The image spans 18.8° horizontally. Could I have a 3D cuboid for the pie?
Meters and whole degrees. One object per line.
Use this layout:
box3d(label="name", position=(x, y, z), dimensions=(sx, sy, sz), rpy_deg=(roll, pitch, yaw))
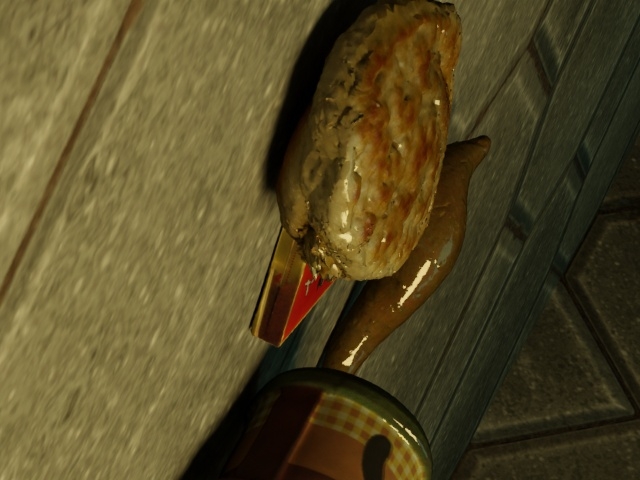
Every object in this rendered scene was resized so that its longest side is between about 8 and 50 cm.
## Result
box3d(label="pie", position=(0.030, -0.062, 1.082), dimensions=(0.193, 0.079, 0.163), rpy_deg=(-26, 135, -70))

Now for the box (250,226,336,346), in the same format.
box3d(label="box", position=(0.000, 0.000, 1.218), dimensions=(0.133, 0.023, 0.090), rpy_deg=(-48, 158, -59))

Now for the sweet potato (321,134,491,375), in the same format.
box3d(label="sweet potato", position=(0.064, 0.019, 1.469), dimensions=(0.249, 0.059, 0.069), rpy_deg=(-62, -154, -8))

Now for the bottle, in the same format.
box3d(label="bottle", position=(-0.031, 0.216, 1.204), dimensions=(0.143, 0.156, 0.271), rpy_deg=(-41, -166, 46))
